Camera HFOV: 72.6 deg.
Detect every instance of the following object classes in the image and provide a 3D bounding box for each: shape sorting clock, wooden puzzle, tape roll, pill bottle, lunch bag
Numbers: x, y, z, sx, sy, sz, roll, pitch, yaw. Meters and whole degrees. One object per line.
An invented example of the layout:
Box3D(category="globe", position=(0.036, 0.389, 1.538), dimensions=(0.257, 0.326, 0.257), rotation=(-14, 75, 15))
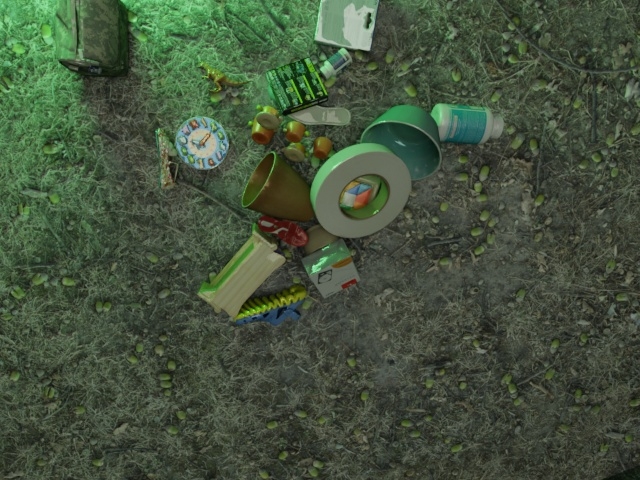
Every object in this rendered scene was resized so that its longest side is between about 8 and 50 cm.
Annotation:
Box3D(category="shape sorting clock", position=(-0.464, -0.380, 1.707), dimensions=(0.206, 0.040, 0.206), rotation=(-1, 101, -4))
Box3D(category="wooden puzzle", position=(0.113, -0.174, 1.787), dimensions=(0.221, 0.044, 0.238), rotation=(15, 99, -7))
Box3D(category="tape roll", position=(0.156, -0.180, 1.653), dimensions=(0.392, 0.072, 0.392), rotation=(-11, 131, -13))
Box3D(category="pill bottle", position=(0.574, -0.455, 1.716), dimensions=(0.264, 0.146, 0.146), rotation=(4, 100, -5))
Box3D(category="pill bottle", position=(0.058, -0.676, 1.676), dimensions=(0.120, 0.067, 0.067), rotation=(-38, 101, 3))
Box3D(category="lunch bag", position=(-0.805, -0.727, 1.506), dimensions=(0.213, 0.256, 0.305), rotation=(3, 101, -5))

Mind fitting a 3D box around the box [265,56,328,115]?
Box3D(category="box", position=(-0.089, -0.584, 1.647), dimensions=(0.184, 0.045, 0.190), rotation=(-21, 75, -9))

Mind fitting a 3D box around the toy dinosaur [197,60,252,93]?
Box3D(category="toy dinosaur", position=(-0.379, -0.611, 1.658), dimensions=(0.212, 0.064, 0.112), rotation=(25, 97, -9))

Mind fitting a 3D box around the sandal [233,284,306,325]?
Box3D(category="sandal", position=(-0.199, 0.296, 1.798), dimensions=(0.318, 0.126, 0.138), rotation=(-14, 111, -13))

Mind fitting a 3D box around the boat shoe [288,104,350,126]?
Box3D(category="boat shoe", position=(-0.011, -0.494, 1.700), dimensions=(0.255, 0.079, 0.095), rotation=(1, 98, -7))

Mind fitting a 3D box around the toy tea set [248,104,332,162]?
Box3D(category="toy tea set", position=(-0.111, -0.416, 1.676), dimensions=(0.336, 0.200, 0.124), rotation=(26, 62, -23))

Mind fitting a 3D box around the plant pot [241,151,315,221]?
Box3D(category="plant pot", position=(-0.138, -0.176, 1.692), dimensions=(0.254, 0.237, 0.237), rotation=(29, 98, -25))

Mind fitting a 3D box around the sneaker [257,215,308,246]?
Box3D(category="sneaker", position=(-0.131, -0.039, 1.741), dimensions=(0.221, 0.128, 0.087), rotation=(27, 96, 18))

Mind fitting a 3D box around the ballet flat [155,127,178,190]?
Box3D(category="ballet flat", position=(-0.594, -0.313, 1.694), dimensions=(0.077, 0.091, 0.240), rotation=(-2, 110, -15))

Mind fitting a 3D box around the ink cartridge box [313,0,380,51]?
Box3D(category="ink cartridge box", position=(0.101, -0.848, 1.658), dimensions=(0.224, 0.045, 0.223), rotation=(9, 100, -7))

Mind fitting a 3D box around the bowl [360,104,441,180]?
Box3D(category="bowl", position=(0.323, -0.391, 1.657), dimensions=(0.312, 0.311, 0.163), rotation=(28, 64, -9))

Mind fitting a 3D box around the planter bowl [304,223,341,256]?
Box3D(category="planter bowl", position=(0.000, 0.000, 1.765), dimensions=(0.162, 0.162, 0.109), rotation=(-23, 72, 0))

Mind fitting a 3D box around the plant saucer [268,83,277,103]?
Box3D(category="plant saucer", position=(-0.145, -0.590, 1.700), dimensions=(0.119, 0.021, 0.119), rotation=(-1, 100, -4))

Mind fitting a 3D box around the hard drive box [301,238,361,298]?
Box3D(category="hard drive box", position=(0.049, 0.117, 1.747), dimensions=(0.181, 0.232, 0.089), rotation=(-27, 57, 2))

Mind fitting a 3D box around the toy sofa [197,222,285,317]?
Box3D(category="toy sofa", position=(-0.312, 0.123, 1.758), dimensions=(0.177, 0.150, 0.362), rotation=(40, 95, -15))
